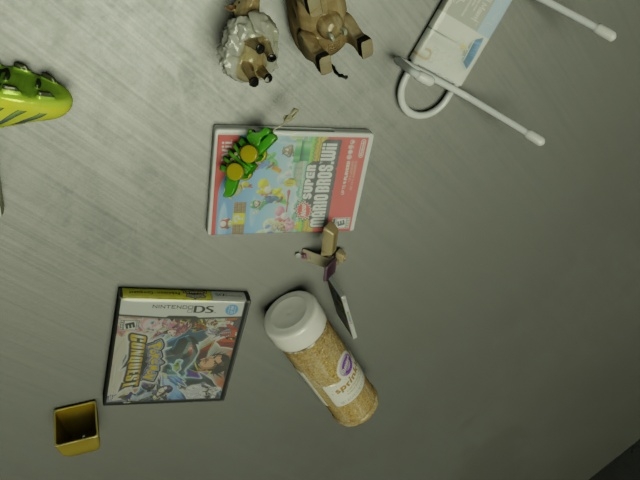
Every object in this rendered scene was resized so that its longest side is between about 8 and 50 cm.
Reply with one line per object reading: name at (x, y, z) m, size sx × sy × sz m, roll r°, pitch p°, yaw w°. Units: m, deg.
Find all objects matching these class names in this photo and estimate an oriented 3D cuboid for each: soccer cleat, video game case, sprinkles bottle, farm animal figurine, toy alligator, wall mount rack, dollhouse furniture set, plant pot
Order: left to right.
soccer cleat at (-0.491, -0.176, 0.827) m, size 0.289 × 0.093 × 0.121 m, roll -6°, pitch 131°, yaw -25°
plant pot at (-0.481, 0.385, 1.221) m, size 0.081 × 0.081 × 0.083 m, roll -10°, pitch 137°, yaw -16°
video game case at (-0.287, 0.215, 1.208) m, size 0.248 × 0.035 × 0.275 m, roll 4°, pitch 120°, yaw -24°
toy alligator at (-0.112, -0.154, 0.992) m, size 0.051 × 0.056 × 0.190 m, roll 41°, pitch 104°, yaw 5°
video game case at (-0.056, -0.105, 1.093) m, size 0.285 × 0.025 × 0.204 m, roll -2°, pitch 123°, yaw -20°
dollhouse furniture set at (0.000, 0.000, 1.177) m, size 0.091 × 0.081 × 0.114 m, roll -44°, pitch 147°, yaw -49°
sprinkles bottle at (0.009, 0.260, 1.303) m, size 0.121 × 0.121 × 0.355 m, roll -31°, pitch 128°, yaw 0°
farm animal figurine at (0.009, -0.393, 0.849) m, size 0.330 × 0.172 × 0.327 m, roll -14°, pitch 139°, yaw -22°
video game case at (0.043, 0.133, 1.251) m, size 0.011 × 0.087 × 0.122 m, roll -24°, pitch 128°, yaw -9°
wall mount rack at (0.300, -0.323, 1.021) m, size 0.304 × 0.130 × 0.350 m, roll 17°, pitch 115°, yaw -30°

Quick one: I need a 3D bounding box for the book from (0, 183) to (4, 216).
book at (-0.531, -0.103, 0.903) m, size 0.096 × 0.035 × 0.144 m, roll -1°, pitch 124°, yaw -16°
